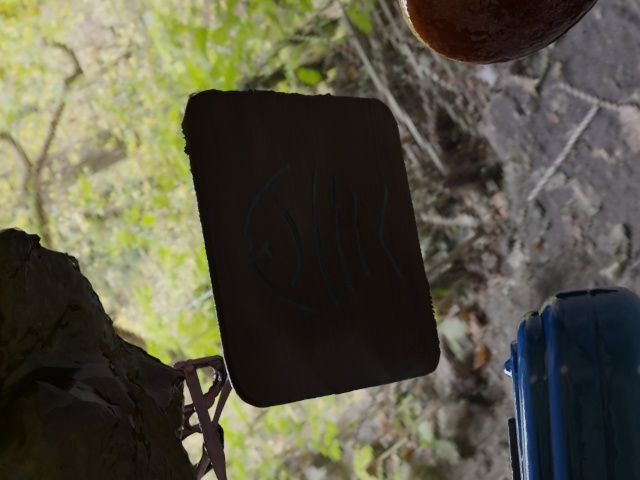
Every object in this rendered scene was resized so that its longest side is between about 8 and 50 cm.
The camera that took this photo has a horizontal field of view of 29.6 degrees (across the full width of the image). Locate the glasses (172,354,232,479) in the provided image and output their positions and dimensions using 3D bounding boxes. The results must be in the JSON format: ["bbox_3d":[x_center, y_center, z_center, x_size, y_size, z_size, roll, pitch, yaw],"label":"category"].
[{"bbox_3d":[-0.154,0.234,1.295,0.095,0.162,0.255,41,140,43],"label":"glasses"}]

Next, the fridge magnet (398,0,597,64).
[{"bbox_3d":[0.276,-0.422,1.773,0.155,0.363,0.364,-116,19,-45],"label":"fridge magnet"}]

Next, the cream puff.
[{"bbox_3d":[-0.169,0.086,0.528,0.244,0.244,0.196,9,98,52],"label":"cream puff"}]

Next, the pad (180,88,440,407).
[{"bbox_3d":[0.000,0.000,1.133,0.018,0.284,0.287,-17,81,43],"label":"pad"}]

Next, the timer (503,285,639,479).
[{"bbox_3d":[0.207,0.208,0.901,0.340,0.115,0.309,55,-148,-66],"label":"timer"}]
